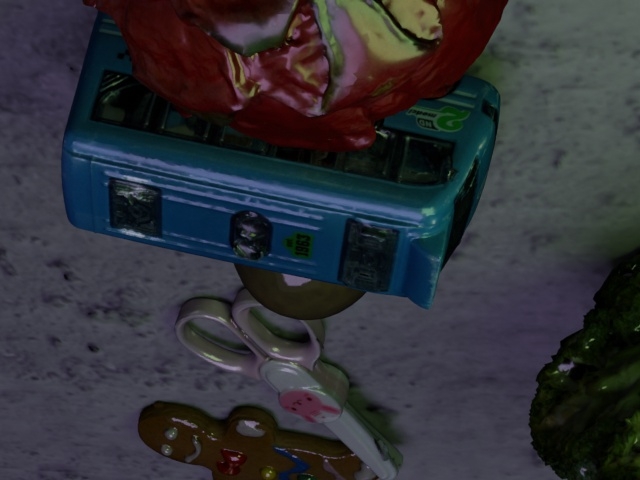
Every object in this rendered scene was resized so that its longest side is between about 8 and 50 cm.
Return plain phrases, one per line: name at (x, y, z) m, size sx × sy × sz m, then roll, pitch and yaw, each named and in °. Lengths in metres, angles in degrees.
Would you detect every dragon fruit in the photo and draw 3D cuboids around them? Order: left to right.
dragon fruit at (0.008, -0.153, 0.915) m, size 0.233 × 0.234 × 0.293 m, roll -10°, pitch 171°, yaw 31°

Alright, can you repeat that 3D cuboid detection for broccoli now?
broccoli at (0.295, 0.107, 1.137) m, size 0.303 × 0.321 × 0.283 m, roll 10°, pitch 117°, yaw -13°

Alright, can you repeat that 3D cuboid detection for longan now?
longan at (0.000, 0.000, 1.221) m, size 0.119 × 0.106 × 0.106 m, roll -21°, pitch 159°, yaw -27°

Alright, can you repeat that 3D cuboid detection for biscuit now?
biscuit at (-0.055, 0.183, 1.568) m, size 0.205 × 0.031 × 0.138 m, roll 18°, pitch 147°, yaw -5°

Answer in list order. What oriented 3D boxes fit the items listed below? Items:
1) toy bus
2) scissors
toy bus at (-0.024, -0.051, 1.109) m, size 0.246 × 0.134 × 0.113 m, roll 12°, pitch 147°, yaw 3°
scissors at (-0.008, 0.115, 1.446) m, size 0.118 × 0.031 × 0.242 m, roll -12°, pitch 137°, yaw 34°
